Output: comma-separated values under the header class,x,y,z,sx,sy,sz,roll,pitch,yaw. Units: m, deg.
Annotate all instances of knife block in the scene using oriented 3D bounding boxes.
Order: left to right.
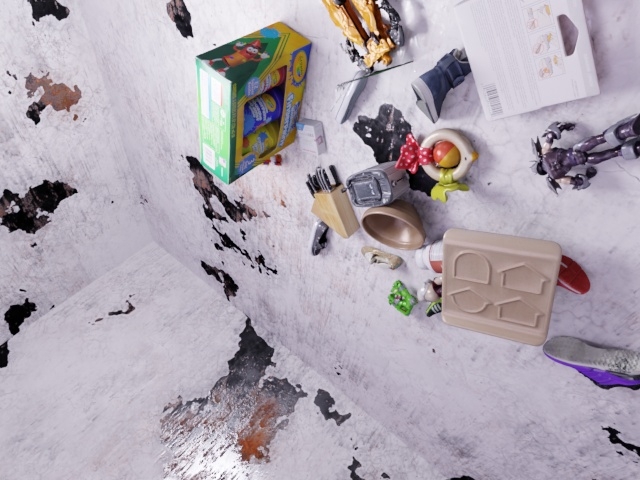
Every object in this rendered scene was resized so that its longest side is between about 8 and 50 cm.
class,x,y,z,sx,sy,sz,roll,pitch,yaw
knife block,0.058,-0.169,1.747,0.275,0.088,0.242,40,147,12

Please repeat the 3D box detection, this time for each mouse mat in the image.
class,x,y,z,sx,sy,sz,roll,pitch,yaw
mouse mat,0.156,-0.475,1.233,0.152,0.189,0.007,1,116,47

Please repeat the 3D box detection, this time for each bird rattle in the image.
class,x,y,z,sx,sy,sz,roll,pitch,yaw
bird rattle,0.367,-0.251,1.329,0.254,0.143,0.207,54,137,15

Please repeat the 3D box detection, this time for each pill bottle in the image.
class,x,y,z,sx,sy,sz,roll,pitch,yaw
pill bottle,0.444,0.055,1.511,0.216,0.121,0.121,-6,119,51

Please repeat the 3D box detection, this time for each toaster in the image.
class,x,y,z,sx,sy,sz,roll,pitch,yaw
toaster,0.196,-0.194,1.499,0.227,0.146,0.129,-5,108,50

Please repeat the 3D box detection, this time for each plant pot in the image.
class,x,y,z,sx,sy,sz,roll,pitch,yaw
plant pot,0.272,-0.071,1.556,0.237,0.110,0.237,22,156,10

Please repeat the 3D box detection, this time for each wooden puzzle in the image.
class,x,y,z,sx,sy,sz,roll,pitch,yaw
wooden puzzle,0.542,0.133,1.340,0.322,0.080,0.348,10,120,28

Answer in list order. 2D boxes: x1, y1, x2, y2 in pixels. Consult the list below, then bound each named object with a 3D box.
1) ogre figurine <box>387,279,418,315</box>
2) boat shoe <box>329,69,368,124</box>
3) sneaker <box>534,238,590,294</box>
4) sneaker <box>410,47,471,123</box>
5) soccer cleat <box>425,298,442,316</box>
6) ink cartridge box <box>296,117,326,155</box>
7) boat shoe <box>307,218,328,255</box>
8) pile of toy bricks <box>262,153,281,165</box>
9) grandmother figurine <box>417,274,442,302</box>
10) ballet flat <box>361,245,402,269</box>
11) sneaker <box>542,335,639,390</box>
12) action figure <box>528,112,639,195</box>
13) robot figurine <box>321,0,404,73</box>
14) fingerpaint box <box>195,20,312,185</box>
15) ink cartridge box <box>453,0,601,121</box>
class,x,y,z,sx,sy,sz,roll,pitch,yaw
ogre figurine,0.346,0.255,1.853,0.118,0.096,0.197,45,137,25
boat shoe,0.079,-0.473,1.416,0.076,0.083,0.226,42,147,6
sneaker,0.695,0.098,1.326,0.221,0.087,0.128,47,157,24
sneaker,0.340,-0.417,1.182,0.086,0.163,0.226,52,-170,16
soccer cleat,0.479,0.268,1.748,0.072,0.060,0.179,36,142,15
ink cartridge box,-0.035,-0.394,1.655,0.088,0.052,0.123,22,137,35
boat shoe,0.000,0.000,2.005,0.076,0.080,0.229,34,137,22
pile of toy bricks,-0.244,-0.381,1.882,0.212,0.118,0.105,23,113,58
grandmother figurine,0.487,0.177,1.563,0.207,0.104,0.342,37,150,-24
ballet flat,0.239,0.075,1.811,0.206,0.067,0.073,14,134,41
sneaker,0.877,0.413,1.404,0.293,0.102,0.146,7,130,45
action figure,0.638,-0.210,1.051,0.185,0.099,0.285,50,151,-16
robot figurine,0.123,-0.622,1.213,0.291,0.085,0.211,55,146,-9
fingerpaint box,-0.233,-0.465,1.516,0.163,0.371,0.445,38,145,15
ink cartridge box,0.478,-0.450,1.005,0.261,0.066,0.296,-3,123,46
